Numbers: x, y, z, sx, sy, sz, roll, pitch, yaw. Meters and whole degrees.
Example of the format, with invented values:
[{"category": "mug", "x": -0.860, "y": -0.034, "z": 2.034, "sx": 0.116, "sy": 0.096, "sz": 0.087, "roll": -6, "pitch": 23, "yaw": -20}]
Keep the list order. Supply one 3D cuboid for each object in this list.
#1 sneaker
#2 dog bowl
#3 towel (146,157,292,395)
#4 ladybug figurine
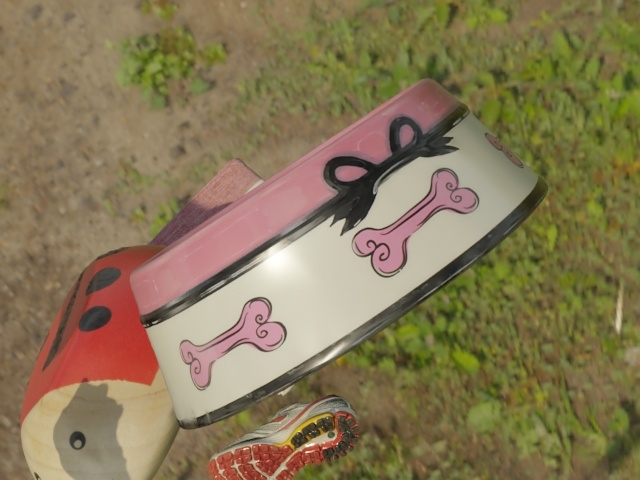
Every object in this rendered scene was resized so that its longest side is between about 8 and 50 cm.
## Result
[{"category": "sneaker", "x": -0.049, "y": 0.281, "z": 1.822, "sx": 0.225, "sy": 0.088, "sz": 0.093, "roll": -22, "pitch": 23, "yaw": 10}, {"category": "dog bowl", "x": 0.000, "y": 0.000, "z": 1.238, "sx": 0.408, "sy": 0.408, "sz": 0.150, "roll": -33, "pitch": 94, "yaw": -7}, {"category": "towel", "x": -0.094, "y": 0.052, "z": 2.023, "sx": 0.329, "sy": 0.037, "sz": 0.237, "roll": 40, "pitch": 78, "yaw": 19}, {"category": "ladybug figurine", "x": -0.268, "y": 0.159, "z": 1.707, "sx": 0.305, "sy": 0.162, "sz": 0.449, "roll": -48, "pitch": 20, "yaw": 30}]
